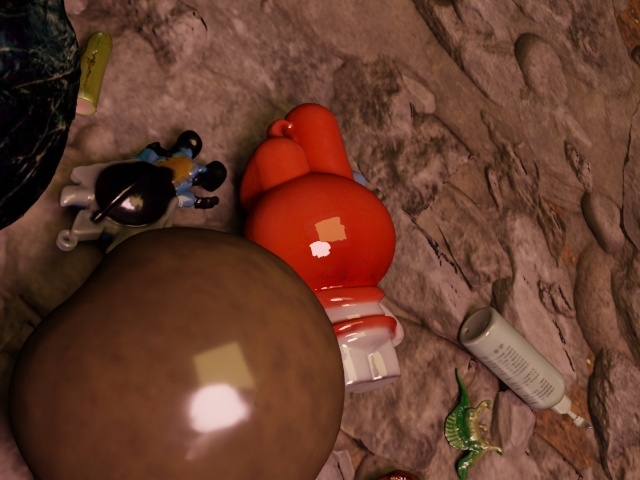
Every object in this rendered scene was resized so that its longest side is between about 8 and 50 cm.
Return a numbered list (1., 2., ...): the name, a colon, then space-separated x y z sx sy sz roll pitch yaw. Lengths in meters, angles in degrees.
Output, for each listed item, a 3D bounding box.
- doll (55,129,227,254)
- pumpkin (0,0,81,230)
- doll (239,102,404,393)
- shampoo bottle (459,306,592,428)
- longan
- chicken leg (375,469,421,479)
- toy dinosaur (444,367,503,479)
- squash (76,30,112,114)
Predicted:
1. doll: -0.156 -0.039 0.788 0.096 0.070 0.195 45 40 4
2. pumpkin: -0.313 -0.115 0.577 0.315 0.238 0.316 4 81 -24
3. doll: 0.000 0.000 0.866 0.161 0.130 0.291 -2 67 -39
4. shampoo bottle: 0.242 0.156 1.057 0.195 0.056 0.056 43 49 -21
5. longan: -0.104 0.104 0.674 0.248 0.248 0.248 17 61 -35
6. chicken leg: 0.070 0.251 0.881 0.145 0.037 0.062 -14 104 -43
7. toy dinosaur: 0.159 0.196 0.991 0.060 0.029 0.120 -5 72 -24
8. squash: -0.205 -0.154 0.821 0.027 0.027 0.083 25 55 -31
